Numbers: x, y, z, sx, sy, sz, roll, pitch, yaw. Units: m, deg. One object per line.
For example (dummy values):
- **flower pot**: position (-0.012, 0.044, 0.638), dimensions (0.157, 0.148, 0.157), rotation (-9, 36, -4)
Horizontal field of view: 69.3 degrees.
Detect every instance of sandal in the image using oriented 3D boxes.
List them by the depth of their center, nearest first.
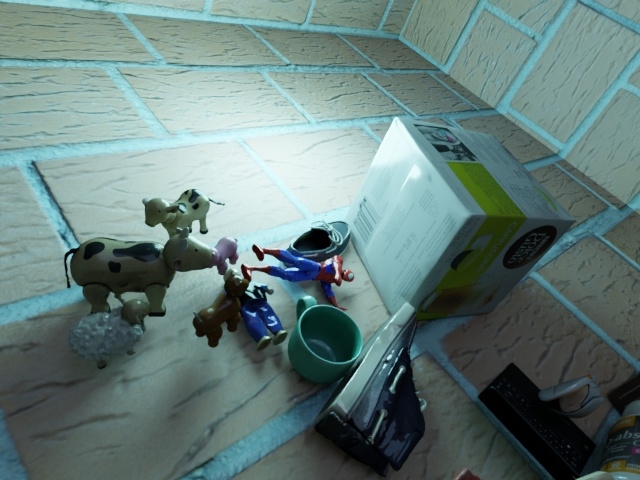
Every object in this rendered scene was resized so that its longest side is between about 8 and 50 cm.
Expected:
- **sandal**: position (0.562, 0.339, 1.001), dimensions (0.265, 0.102, 0.076), rotation (12, 52, -48)

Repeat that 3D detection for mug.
- **mug**: position (0.004, 0.194, 0.885), dimensions (0.129, 0.097, 0.158), rotation (18, 39, -9)

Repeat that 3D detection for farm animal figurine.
- **farm animal figurine**: position (-0.282, 0.028, 0.826), dimensions (0.326, 0.172, 0.330), rotation (-11, 47, -25)

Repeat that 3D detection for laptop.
- **laptop**: position (0.452, 0.356, 0.922), dimensions (0.264, 0.137, 0.234), rotation (-19, 57, -42)

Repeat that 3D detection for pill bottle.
- **pill bottle**: position (0.647, 0.446, 0.909), dimensions (0.162, 0.162, 0.278), rotation (42, 41, 19)

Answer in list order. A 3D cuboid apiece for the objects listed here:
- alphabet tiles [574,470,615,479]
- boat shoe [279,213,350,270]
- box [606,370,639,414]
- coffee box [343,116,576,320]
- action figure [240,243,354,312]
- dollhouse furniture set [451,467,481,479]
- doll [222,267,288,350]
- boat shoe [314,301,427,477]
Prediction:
- **alphabet tiles**: position (0.442, 0.518, 0.706), dimensions (0.277, 0.021, 0.284), rotation (-16, 76, -9)
- **boat shoe**: position (0.000, 0.000, 1.116), dimensions (0.095, 0.079, 0.254), rotation (43, 41, 20)
- **box**: position (0.832, 0.393, 1.066), dimensions (0.168, 0.167, 0.203), rotation (0, 45, -29)
- **coffee box**: position (0.311, -0.045, 1.133), dimensions (0.334, 0.338, 0.338), rotation (1, 45, -29)
- **action figure**: position (-0.015, 0.088, 0.973), dimensions (0.280, 0.092, 0.139), rotation (7, 37, -42)
- **dollhouse furniture set**: position (0.220, 0.510, 0.583), dimensions (0.152, 0.201, 0.374), rotation (-24, 66, -44)
- **doll**: position (-0.144, 0.126, 0.921), dimensions (0.129, 0.046, 0.189), rotation (-12, 52, -37)
- **boat shoe**: position (0.137, 0.271, 0.871), dimensions (0.158, 0.127, 0.340), rotation (40, 48, 7)
